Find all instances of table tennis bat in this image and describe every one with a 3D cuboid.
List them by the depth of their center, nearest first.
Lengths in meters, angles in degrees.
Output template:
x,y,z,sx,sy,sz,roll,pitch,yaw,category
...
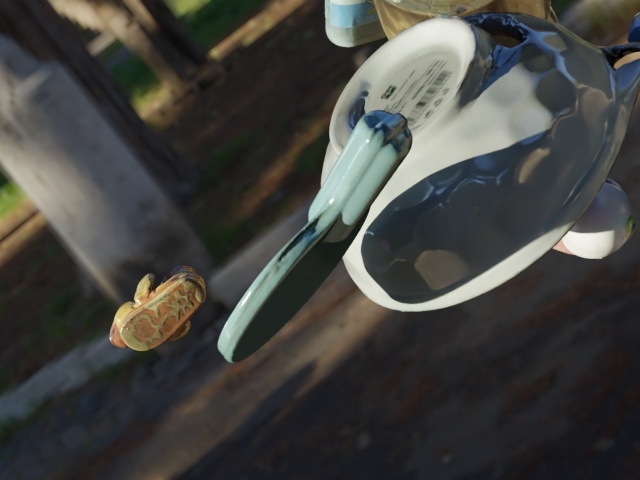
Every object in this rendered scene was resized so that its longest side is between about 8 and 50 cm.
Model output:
x,y,z,sx,sy,sz,roll,pitch,yaw,category
0.000,0.000,1.205,0.153,0.040,0.244,-38,-15,-46,table tennis bat

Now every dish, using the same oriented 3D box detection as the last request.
x,y,z,sx,sy,sz,roll,pitch,yaw,category
0.101,-0.089,1.350,0.303,0.120,0.303,-31,35,25,dish

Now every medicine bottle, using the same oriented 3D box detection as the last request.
x,y,z,sx,sy,sz,roll,pitch,yaw,category
0.048,-0.324,1.960,0.090,0.208,0.054,-18,41,-21,medicine bottle

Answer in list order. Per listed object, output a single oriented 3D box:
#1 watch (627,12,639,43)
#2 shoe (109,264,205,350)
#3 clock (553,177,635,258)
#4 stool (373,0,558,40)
x,y,z,sx,sy,sz,roll,pitch,yaw,category
0.368,-0.081,1.460,0.274,0.241,0.305,-75,5,-61,watch
-0.163,0.072,1.752,0.109,0.072,0.069,-54,17,15,shoe
0.200,-0.034,1.517,0.166,0.162,0.092,-23,-43,-80,clock
0.149,-0.239,1.735,0.179,0.179,0.264,-39,-26,-6,stool
